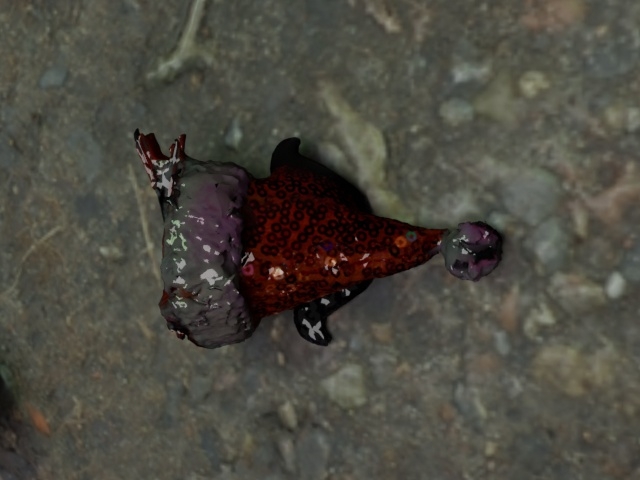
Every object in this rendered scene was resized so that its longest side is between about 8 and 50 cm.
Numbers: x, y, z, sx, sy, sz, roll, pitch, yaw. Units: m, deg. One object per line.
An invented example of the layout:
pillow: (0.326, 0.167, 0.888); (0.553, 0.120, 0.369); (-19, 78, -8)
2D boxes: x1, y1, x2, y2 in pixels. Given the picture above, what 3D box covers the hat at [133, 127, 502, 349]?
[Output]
hat: (0.000, -0.003, 0.630); (0.227, 0.129, 0.140); (-2, 81, 9)
